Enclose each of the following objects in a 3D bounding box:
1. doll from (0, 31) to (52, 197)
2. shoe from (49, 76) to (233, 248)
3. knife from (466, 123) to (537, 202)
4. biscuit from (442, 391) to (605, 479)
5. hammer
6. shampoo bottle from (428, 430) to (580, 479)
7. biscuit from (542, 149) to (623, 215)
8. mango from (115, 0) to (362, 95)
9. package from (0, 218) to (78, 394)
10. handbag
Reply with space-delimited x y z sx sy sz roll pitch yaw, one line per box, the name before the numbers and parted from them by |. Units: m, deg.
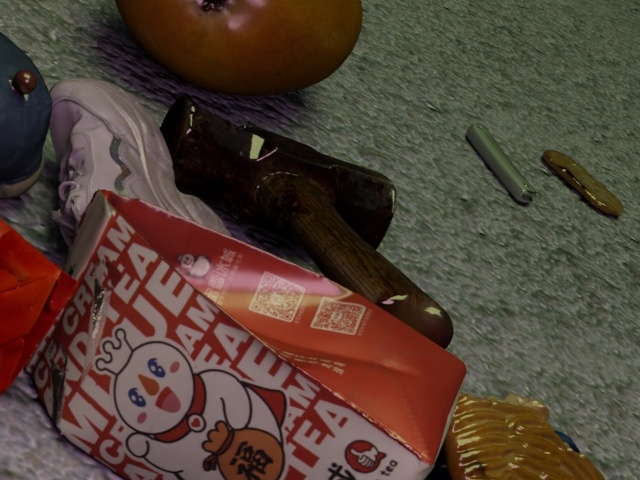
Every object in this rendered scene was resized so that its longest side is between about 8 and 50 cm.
doll | -0.327 -0.152 1.034 0.258 0.154 0.228 51 33 10
shoe | -0.182 -0.038 1.091 0.245 0.095 0.137 53 30 18
knife | 0.244 -0.104 1.733 0.044 0.023 0.162 15 31 -37
biscuit | 0.195 0.213 1.070 0.228 0.031 0.176 22 54 -26
hammer | 0.000 0.000 1.130 0.242 0.095 0.409 21 14 -25
shampoo bottle | 0.148 0.190 1.108 0.183 0.050 0.087 15 41 -31
biscuit | 0.375 -0.084 1.843 0.147 0.018 0.071 46 27 27
mango | -0.081 -0.285 1.487 0.264 0.221 0.378 36 18 13
package | -0.343 0.047 0.752 0.196 0.123 0.423 37 28 15
handbag | -0.062 0.093 0.922 0.298 0.171 0.151 35 28 2
